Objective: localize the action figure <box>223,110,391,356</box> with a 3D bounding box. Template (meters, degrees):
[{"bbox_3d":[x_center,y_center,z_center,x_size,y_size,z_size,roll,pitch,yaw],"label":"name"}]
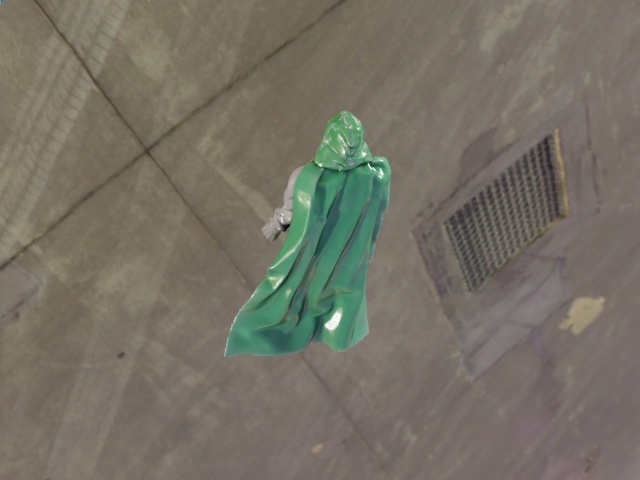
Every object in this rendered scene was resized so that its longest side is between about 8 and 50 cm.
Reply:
[{"bbox_3d":[0.000,0.000,0.579,0.137,0.064,0.232,-9,138,-26],"label":"action figure"}]

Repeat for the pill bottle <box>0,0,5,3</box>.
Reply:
[{"bbox_3d":[-0.355,-0.366,0.830,0.264,0.146,0.146,-41,142,-15],"label":"pill bottle"}]
